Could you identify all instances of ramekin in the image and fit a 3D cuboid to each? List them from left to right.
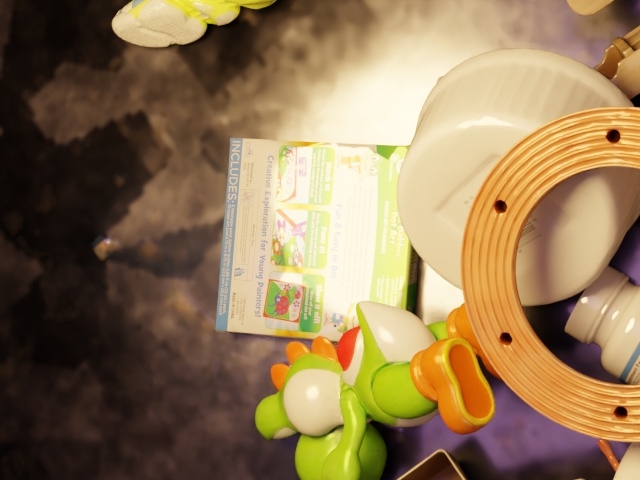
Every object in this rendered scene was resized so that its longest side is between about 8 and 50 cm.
[{"bbox_3d":[0.218,-0.060,1.436,0.277,0.135,0.277,13,128,18],"label":"ramekin"}]

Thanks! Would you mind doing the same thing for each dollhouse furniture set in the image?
[{"bbox_3d":[0.285,-0.271,1.464,0.161,0.212,0.242,-35,102,13],"label":"dollhouse furniture set"}]

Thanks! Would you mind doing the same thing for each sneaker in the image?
[{"bbox_3d":[-0.160,-0.336,1.680,0.240,0.091,0.126,-13,64,17],"label":"sneaker"}]

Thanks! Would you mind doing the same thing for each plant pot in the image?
[{"bbox_3d":[0.141,0.315,1.527,0.109,0.096,0.109,-38,77,11],"label":"plant pot"}]

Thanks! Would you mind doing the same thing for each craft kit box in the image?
[{"bbox_3d":[0.000,0.000,1.614,0.246,0.061,0.250,4,88,20],"label":"craft kit box"}]

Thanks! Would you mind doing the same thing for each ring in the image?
[{"bbox_3d":[0.299,0.034,1.288,0.336,0.032,0.337,5,100,30],"label":"ring"}]

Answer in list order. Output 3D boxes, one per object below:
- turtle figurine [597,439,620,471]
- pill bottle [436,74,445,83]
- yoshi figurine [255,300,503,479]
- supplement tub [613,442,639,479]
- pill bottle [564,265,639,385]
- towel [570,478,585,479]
[{"bbox_3d":[0.325,0.363,1.470,0.217,0.087,0.269,-31,94,23],"label":"turtle figurine"},{"bbox_3d":[0.202,-0.175,1.555,0.116,0.065,0.065,-8,84,16],"label":"pill bottle"},{"bbox_3d":[0.078,0.204,1.499,0.362,0.203,0.203,-25,54,44],"label":"yoshi figurine"},{"bbox_3d":[0.473,0.310,1.306,0.316,0.228,0.228,37,99,-14],"label":"supplement tub"},{"bbox_3d":[0.392,0.119,1.448,0.221,0.124,0.124,32,96,17],"label":"pill bottle"},{"bbox_3d":[0.191,0.392,1.383,0.283,0.121,0.235,-19,111,29],"label":"towel"}]
